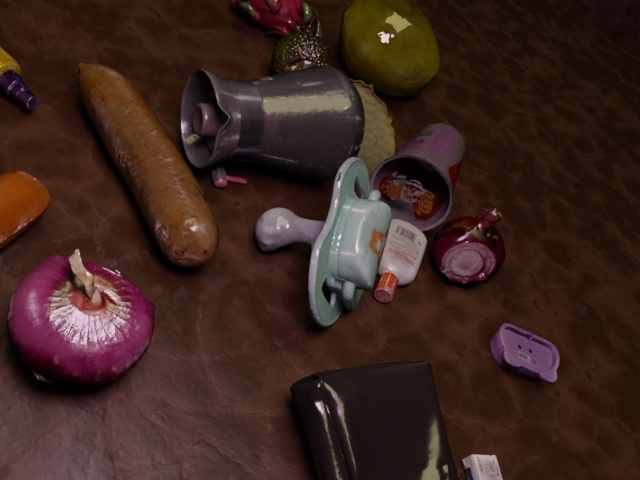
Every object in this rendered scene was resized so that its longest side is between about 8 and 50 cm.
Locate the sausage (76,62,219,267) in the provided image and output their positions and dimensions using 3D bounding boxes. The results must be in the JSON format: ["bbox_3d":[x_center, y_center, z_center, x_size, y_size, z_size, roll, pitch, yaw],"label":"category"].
[{"bbox_3d":[-0.336,-0.153,1.260,0.500,0.123,0.136,57,15,21],"label":"sausage"}]

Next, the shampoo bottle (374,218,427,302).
[{"bbox_3d":[0.167,0.046,1.435,0.108,0.051,0.220,32,46,-5],"label":"shampoo bottle"}]

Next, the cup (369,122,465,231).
[{"bbox_3d":[0.257,-0.171,1.579,0.203,0.203,0.288,36,39,1],"label":"cup"}]

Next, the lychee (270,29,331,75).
[{"bbox_3d":[-0.049,-0.457,1.653,0.171,0.171,0.171,15,49,-18],"label":"lychee"}]

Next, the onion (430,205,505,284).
[{"bbox_3d":[0.346,-0.005,1.483,0.173,0.198,0.135,17,26,-18],"label":"onion"}]

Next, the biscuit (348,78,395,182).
[{"bbox_3d":[0.122,-0.260,1.587,0.187,0.036,0.273,-20,98,-47],"label":"biscuit"}]

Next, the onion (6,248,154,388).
[{"bbox_3d":[-0.369,0.134,0.992,0.207,0.201,0.200,41,35,-41],"label":"onion"}]

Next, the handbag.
[{"bbox_3d":[0.101,0.340,1.123,0.286,0.113,0.256,3,59,-36],"label":"handbag"}]

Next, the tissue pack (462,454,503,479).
[{"bbox_3d":[0.304,0.441,1.202,0.062,0.042,0.083,8,52,-22],"label":"tissue pack"}]

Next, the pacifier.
[{"bbox_3d":[0.000,0.000,1.295,0.269,0.288,0.343,11,64,22],"label":"pacifier"}]

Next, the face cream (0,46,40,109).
[{"bbox_3d":[-0.655,-0.354,1.275,0.273,0.078,0.078,42,46,7],"label":"face cream"}]

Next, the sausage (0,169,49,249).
[{"bbox_3d":[-0.559,-0.021,1.050,0.105,0.105,0.274,37,46,2],"label":"sausage"}]

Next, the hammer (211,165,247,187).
[{"bbox_3d":[-0.194,-0.132,1.394,0.083,0.031,0.052,9,52,-37],"label":"hammer"}]

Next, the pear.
[{"bbox_3d":[0.191,-0.540,1.788,0.321,0.269,0.269,45,45,-9],"label":"pear"}]

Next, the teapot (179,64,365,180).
[{"bbox_3d":[-0.113,-0.257,1.396,0.344,0.253,0.300,-3,12,-33],"label":"teapot"}]

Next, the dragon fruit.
[{"bbox_3d":[-0.103,-0.644,1.742,0.273,0.218,0.198,25,73,-9],"label":"dragon fruit"}]

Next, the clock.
[{"bbox_3d":[0.445,0.255,1.424,0.153,0.050,0.110,24,47,-10],"label":"clock"}]
